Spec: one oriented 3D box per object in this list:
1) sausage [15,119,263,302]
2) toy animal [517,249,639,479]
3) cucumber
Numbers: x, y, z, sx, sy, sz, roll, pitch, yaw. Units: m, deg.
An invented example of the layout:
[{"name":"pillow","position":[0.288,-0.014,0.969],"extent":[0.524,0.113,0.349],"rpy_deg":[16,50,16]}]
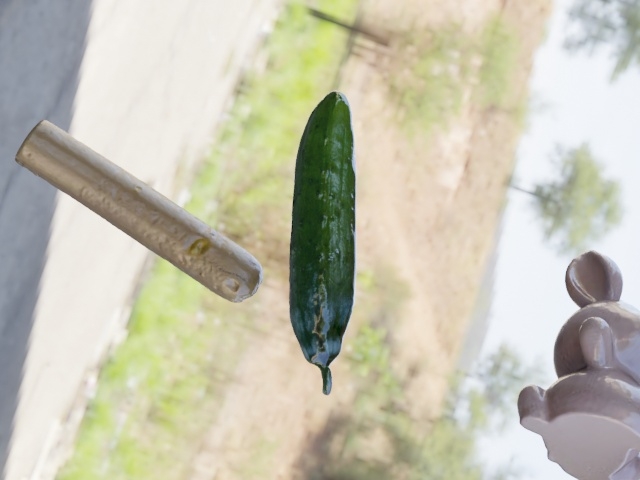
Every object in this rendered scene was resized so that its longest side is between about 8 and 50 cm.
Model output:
[{"name":"sausage","position":[-0.193,-0.030,1.615],"extent":[0.066,0.301,0.066],"rpy_deg":[-55,-178,3]},{"name":"toy animal","position":[0.241,0.090,1.211],"extent":[0.124,0.124,0.212],"rpy_deg":[108,3,-49]},{"name":"cucumber","position":[0.000,0.000,1.184],"extent":[0.056,0.056,0.250],"rpy_deg":[105,-12,-71]}]
